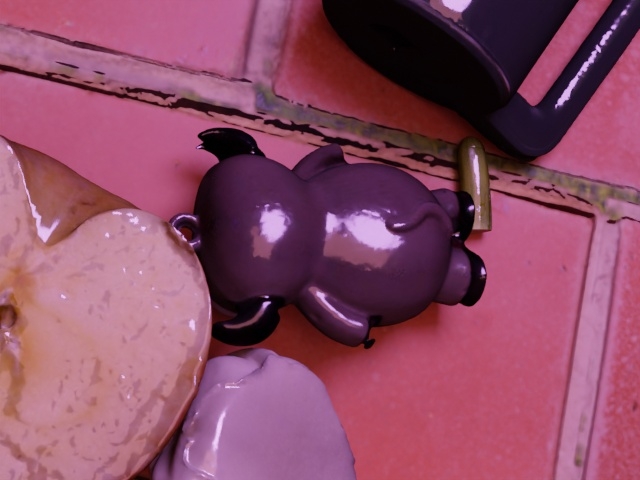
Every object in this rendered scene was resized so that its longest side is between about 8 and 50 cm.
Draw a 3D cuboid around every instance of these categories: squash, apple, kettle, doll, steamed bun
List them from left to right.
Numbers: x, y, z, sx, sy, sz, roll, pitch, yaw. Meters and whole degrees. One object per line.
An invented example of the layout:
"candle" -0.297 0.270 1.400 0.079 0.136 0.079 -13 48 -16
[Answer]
"apple" -0.231 0.063 0.951 0.293 0.163 0.251 28 81 -3
"steamed bun" -0.059 0.176 0.994 0.183 0.106 0.182 16 68 -43
"doll" 0.002 -0.001 1.039 0.257 0.117 0.182 -1 66 -17
"squash" 0.132 -0.049 1.125 0.028 0.027 0.083 -1 83 -14
"kettle" 0.161 -0.261 1.103 0.203 0.262 0.308 26 78 27
